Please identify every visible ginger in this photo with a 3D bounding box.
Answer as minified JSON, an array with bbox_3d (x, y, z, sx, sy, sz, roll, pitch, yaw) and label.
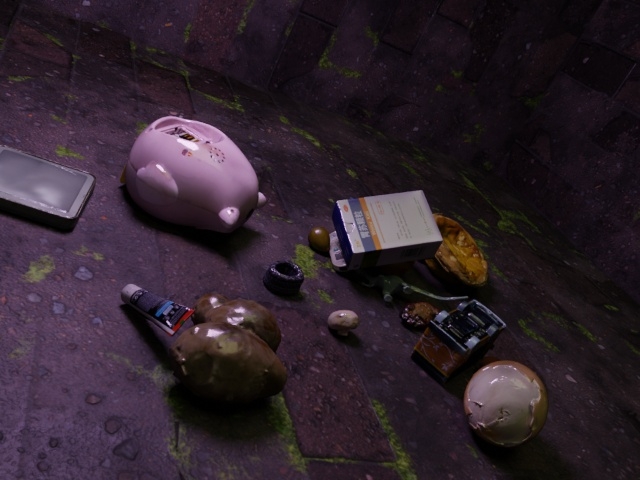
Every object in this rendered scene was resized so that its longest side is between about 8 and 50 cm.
[{"bbox_3d":[-0.186,0.219,1.308,0.244,0.155,0.304,16,18,-9],"label":"ginger"}]

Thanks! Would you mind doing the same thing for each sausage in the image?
[{"bbox_3d":[0.502,0.399,1.732,0.077,0.077,0.194,20,27,-17],"label":"sausage"}]

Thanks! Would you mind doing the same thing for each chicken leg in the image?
[{"bbox_3d":[0.340,0.240,1.905,0.253,0.051,0.106,13,34,-31],"label":"chicken leg"}]

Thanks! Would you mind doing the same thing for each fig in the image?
[{"bbox_3d":[0.000,0.000,2.002,0.074,0.074,0.088,-17,74,-57],"label":"fig"}]

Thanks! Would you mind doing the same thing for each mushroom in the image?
[{"bbox_3d":[0.060,0.218,1.642,0.083,0.067,0.083,5,-4,0],"label":"mushroom"}]

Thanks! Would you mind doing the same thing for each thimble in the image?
[{"bbox_3d":[-0.103,0.100,1.704,0.104,0.066,0.095,15,29,-24],"label":"thimble"}]

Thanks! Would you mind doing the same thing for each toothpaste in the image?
[{"bbox_3d":[-0.352,0.145,1.311,0.193,0.045,0.071,19,56,34],"label":"toothpaste"}]

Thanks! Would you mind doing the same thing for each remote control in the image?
[{"bbox_3d":[0.068,0.035,2.012,0.078,0.042,0.221,-13,31,0],"label":"remote control"}]

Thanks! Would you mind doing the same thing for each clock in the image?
[{"bbox_3d":[-0.352,-0.189,1.791,0.376,0.251,0.368,30,25,7],"label":"clock"}]

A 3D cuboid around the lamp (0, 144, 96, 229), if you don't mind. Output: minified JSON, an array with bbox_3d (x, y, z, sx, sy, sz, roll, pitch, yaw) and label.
[{"bbox_3d":[-0.725,-0.141,1.560,0.266,0.047,0.269,20,25,-17],"label":"lamp"}]

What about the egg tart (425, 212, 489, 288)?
[{"bbox_3d":[0.479,0.053,2.277,0.341,0.129,0.341,34,30,-23],"label":"egg tart"}]

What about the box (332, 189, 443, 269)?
[{"bbox_3d":[0.206,-0.035,1.940,0.299,0.106,0.200,-7,58,-15],"label":"box"}]

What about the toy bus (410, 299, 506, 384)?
[{"bbox_3d":[0.391,0.280,1.740,0.138,0.167,0.275,40,32,26],"label":"toy bus"}]

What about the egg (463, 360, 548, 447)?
[{"bbox_3d":[0.463,0.400,1.538,0.201,0.201,0.244,36,16,19],"label":"egg"}]

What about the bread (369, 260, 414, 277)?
[{"bbox_3d":[0.217,0.013,2.110,0.268,0.146,0.268,24,28,-14],"label":"bread"}]

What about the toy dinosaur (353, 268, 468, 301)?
[{"bbox_3d":[0.263,0.161,1.926,0.383,0.076,0.129,22,26,7],"label":"toy dinosaur"}]
